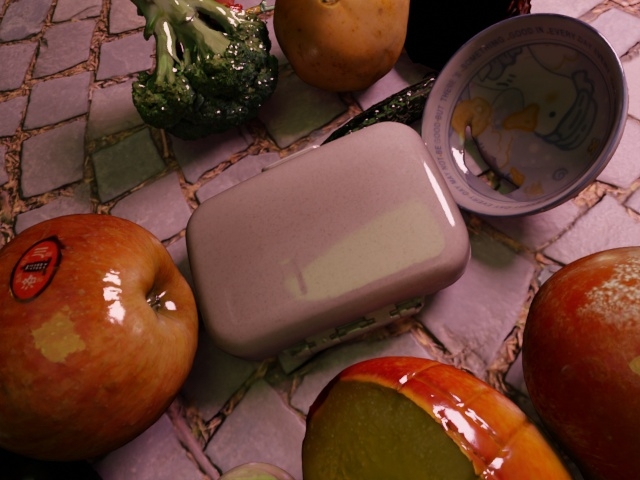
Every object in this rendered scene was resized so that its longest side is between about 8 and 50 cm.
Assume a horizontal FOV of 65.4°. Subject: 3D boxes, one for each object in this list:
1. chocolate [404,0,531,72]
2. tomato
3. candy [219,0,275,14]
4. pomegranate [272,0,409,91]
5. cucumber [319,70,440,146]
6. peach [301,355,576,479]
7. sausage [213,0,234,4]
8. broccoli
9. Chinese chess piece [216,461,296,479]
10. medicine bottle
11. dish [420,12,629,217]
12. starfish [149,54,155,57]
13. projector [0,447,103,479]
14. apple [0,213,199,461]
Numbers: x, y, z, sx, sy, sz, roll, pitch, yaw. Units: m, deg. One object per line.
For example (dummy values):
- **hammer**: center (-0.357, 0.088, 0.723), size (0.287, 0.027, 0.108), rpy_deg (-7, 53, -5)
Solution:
- **chocolate**: center (0.260, -0.380, 0.827), size (0.177, 0.206, 0.224), rpy_deg (-6, 68, -38)
- **tomato**: center (0.338, 0.129, 0.484), size (0.223, 0.270, 0.270), rpy_deg (-31, 60, 30)
- **candy**: center (-0.110, -0.452, 0.979), size (0.201, 0.060, 0.060), rpy_deg (-15, 64, -3)
- **pomegranate**: center (0.031, -0.350, 0.796), size (0.233, 0.233, 0.233), rpy_deg (-5, 66, 11)
- **cucumber**: center (0.090, -0.188, 0.804), size (0.245, 0.067, 0.067), rpy_deg (-29, 64, 2)
- **peach**: center (0.106, 0.247, 0.505), size (0.249, 0.245, 0.274), rpy_deg (-40, 64, 2)
- **sausage**: center (-0.219, -0.477, 1.007), size (0.094, 0.054, 0.059), rpy_deg (-19, 64, 5)
- **broccoli**: center (-0.202, -0.294, 0.808), size (0.270, 0.270, 0.270), rpy_deg (-21, 37, 17)
- **Chinese chess piece**: center (-0.081, 0.350, 0.611), size (0.144, 0.058, 0.144), rpy_deg (-4, 65, 10)
- **medicine bottle**: center (0.000, 0.000, 0.700), size (0.375, 0.123, 0.282), rpy_deg (-23, 64, 8)
- **dish**: center (0.292, -0.159, 0.709), size (0.273, 0.134, 0.273), rpy_deg (-7, 80, 42)
- **starfish**: center (-0.267, -0.371, 0.978), size (0.130, 0.041, 0.133), rpy_deg (-25, 57, -8)
- **projector**: center (-0.481, 0.408, 0.579), size (0.395, 0.242, 0.405), rpy_deg (34, 80, 22)
- **apple**: center (-0.279, 0.110, 0.627), size (0.250, 0.277, 0.309), rpy_deg (-9, 67, 30)
